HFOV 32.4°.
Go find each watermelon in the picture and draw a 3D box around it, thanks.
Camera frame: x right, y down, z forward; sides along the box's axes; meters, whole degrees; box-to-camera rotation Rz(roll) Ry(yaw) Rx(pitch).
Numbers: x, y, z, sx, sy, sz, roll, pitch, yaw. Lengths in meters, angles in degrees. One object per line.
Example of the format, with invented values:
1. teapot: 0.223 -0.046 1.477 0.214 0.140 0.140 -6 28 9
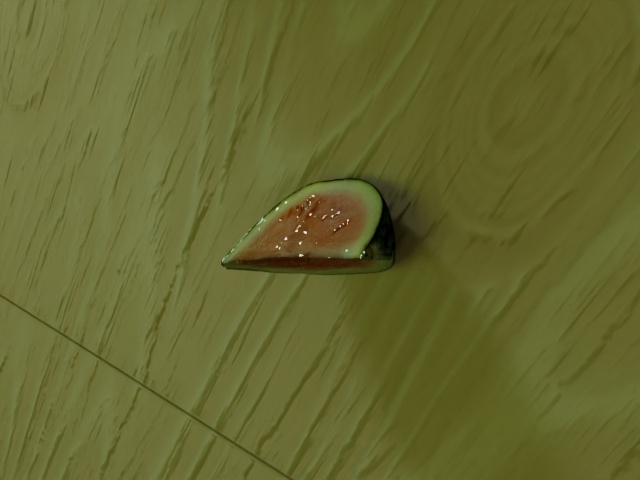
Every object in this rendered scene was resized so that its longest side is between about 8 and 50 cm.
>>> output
1. watermelon: 0.010 0.005 0.852 0.163 0.087 0.069 -2 134 48
